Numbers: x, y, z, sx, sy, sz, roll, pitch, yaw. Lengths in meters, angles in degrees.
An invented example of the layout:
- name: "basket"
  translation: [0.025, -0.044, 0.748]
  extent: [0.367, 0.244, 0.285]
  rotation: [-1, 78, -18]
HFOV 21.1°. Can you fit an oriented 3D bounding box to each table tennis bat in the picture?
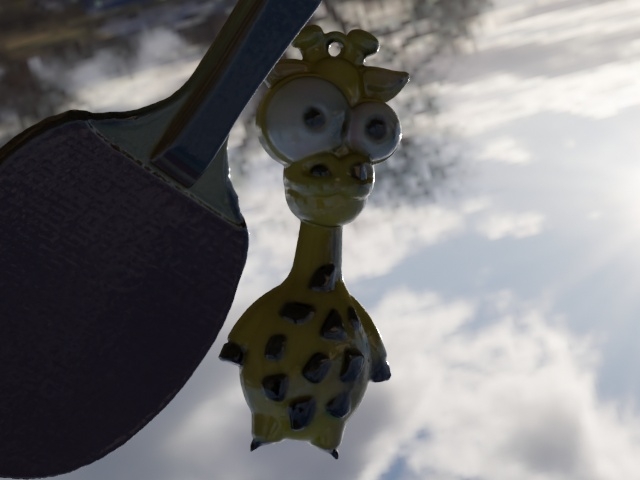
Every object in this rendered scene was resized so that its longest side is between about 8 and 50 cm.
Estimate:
- name: "table tennis bat"
  translation: [-0.073, -0.007, 0.642]
  extent: [0.220, 0.130, 0.019]
  rotation: [-56, -138, 0]

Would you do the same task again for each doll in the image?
- name: "doll"
  translation: [0.000, 0.000, 1.153]
  extent: [0.117, 0.291, 0.086]
  rotation: [7, 180, -16]
